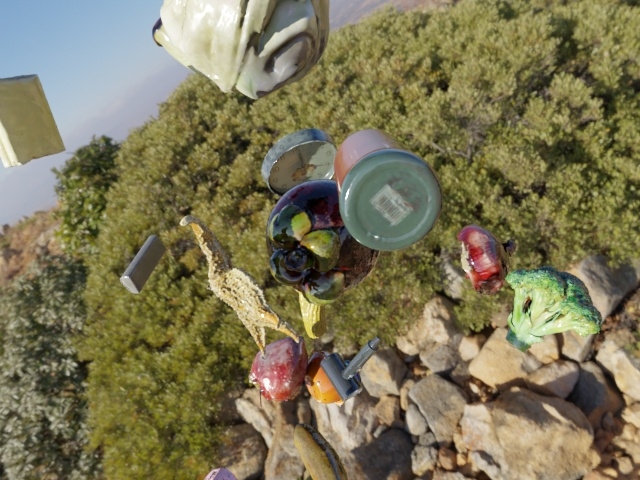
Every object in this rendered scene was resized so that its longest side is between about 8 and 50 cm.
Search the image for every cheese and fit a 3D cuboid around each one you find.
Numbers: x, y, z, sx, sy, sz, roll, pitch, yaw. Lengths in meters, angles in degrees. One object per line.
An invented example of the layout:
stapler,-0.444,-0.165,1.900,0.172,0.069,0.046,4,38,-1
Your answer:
cheese,0.039,0.474,1.464,0.129,0.217,0.329,-24,-7,-29

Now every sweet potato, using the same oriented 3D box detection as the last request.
sweet potato,0.021,0.487,0.871,0.077,0.077,0.244,-38,51,-4

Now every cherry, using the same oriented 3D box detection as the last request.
cherry,-0.131,0.435,1.460,0.250,0.175,0.192,-56,23,-3

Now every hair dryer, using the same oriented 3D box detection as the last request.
hair dryer,0.093,0.323,1.162,0.128,0.069,0.256,51,131,28

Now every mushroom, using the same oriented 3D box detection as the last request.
mushroom,-0.292,-0.490,1.152,0.107,0.332,0.088,-43,27,45

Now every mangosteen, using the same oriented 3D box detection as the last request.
mangosteen,0.007,-0.005,1.016,0.300,0.300,0.300,-27,29,17

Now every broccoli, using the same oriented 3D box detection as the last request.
broccoli,0.648,0.209,1.207,0.269,0.254,0.269,-50,9,11

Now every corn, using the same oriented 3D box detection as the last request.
corn,-0.028,0.266,1.622,0.106,0.294,0.106,-4,32,3

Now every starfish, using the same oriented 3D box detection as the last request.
starfish,-0.164,0.115,0.858,0.084,0.294,0.301,-38,-11,-21

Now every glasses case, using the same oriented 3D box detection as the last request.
glasses case,-0.543,0.070,1.308,0.042,0.072,0.191,-9,40,21

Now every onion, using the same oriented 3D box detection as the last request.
onion,0.605,0.063,1.517,0.194,0.272,0.272,-15,34,19

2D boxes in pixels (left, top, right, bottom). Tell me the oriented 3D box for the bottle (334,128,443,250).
bottle,0.089,-0.113,0.716,0.143,0.144,0.336,-31,22,10

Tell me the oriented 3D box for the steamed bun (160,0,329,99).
steamed bun,-0.094,-0.344,0.706,0.267,0.207,0.280,-26,-13,22

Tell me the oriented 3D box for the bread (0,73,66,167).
bread,-0.652,-0.265,0.925,0.060,0.179,0.139,9,31,30

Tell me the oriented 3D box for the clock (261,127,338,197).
clock,-0.070,-0.283,1.612,0.312,0.312,0.062,-33,61,7

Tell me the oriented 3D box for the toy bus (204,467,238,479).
toy bus,-0.254,0.574,0.872,0.203,0.063,0.090,-50,5,-40
